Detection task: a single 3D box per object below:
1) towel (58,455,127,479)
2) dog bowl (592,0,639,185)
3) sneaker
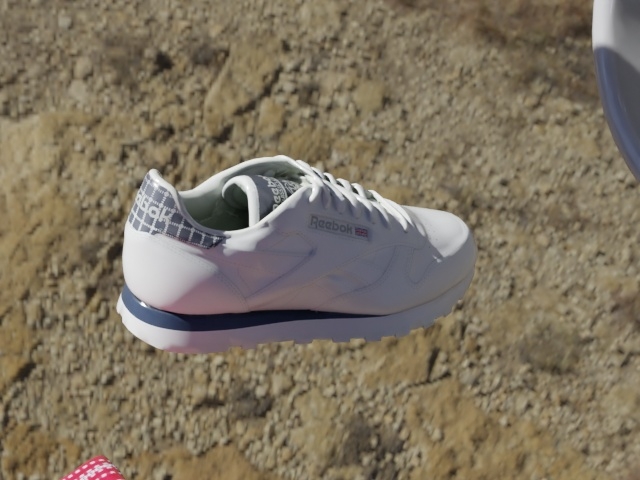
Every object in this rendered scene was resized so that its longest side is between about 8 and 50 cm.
[{"bbox_3d":[-0.168,0.197,0.621,0.198,0.275,0.031,-30,105,-15],"label":"towel"},{"bbox_3d":[0.308,-0.138,0.724,0.102,0.349,0.349,-1,49,-35],"label":"dog bowl"},{"bbox_3d":[0.000,0.000,0.692,0.235,0.095,0.090,-8,28,-34],"label":"sneaker"}]
